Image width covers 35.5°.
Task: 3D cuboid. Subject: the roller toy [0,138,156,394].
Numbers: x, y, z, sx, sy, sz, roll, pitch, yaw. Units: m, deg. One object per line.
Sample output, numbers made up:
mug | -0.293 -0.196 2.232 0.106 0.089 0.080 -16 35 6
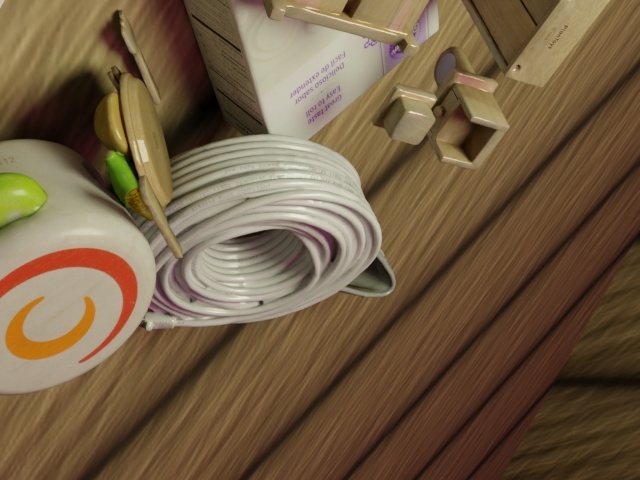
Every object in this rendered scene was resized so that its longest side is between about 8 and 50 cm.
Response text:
roller toy | -0.251 0.021 0.838 0.191 0.146 0.209 6 124 -46

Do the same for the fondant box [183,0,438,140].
fondant box | -0.009 -0.260 0.909 0.238 0.096 0.330 -42 152 -17

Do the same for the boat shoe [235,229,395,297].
boat shoe | -0.001 0.002 1.222 0.118 0.103 0.320 -52 152 2

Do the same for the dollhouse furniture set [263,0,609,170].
dollhouse furniture set | 0.045 -0.250 0.860 0.356 0.173 0.303 10 132 -28

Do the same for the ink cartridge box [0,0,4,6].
ink cartridge box | -0.269 -0.216 0.593 0.148 0.086 0.203 -56 151 10

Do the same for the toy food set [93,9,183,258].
toy food set | -0.159 -0.084 0.848 0.039 0.192 0.132 -13 149 1

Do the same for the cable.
cable | -0.072 -0.003 1.010 0.257 0.089 0.257 5 144 -27
